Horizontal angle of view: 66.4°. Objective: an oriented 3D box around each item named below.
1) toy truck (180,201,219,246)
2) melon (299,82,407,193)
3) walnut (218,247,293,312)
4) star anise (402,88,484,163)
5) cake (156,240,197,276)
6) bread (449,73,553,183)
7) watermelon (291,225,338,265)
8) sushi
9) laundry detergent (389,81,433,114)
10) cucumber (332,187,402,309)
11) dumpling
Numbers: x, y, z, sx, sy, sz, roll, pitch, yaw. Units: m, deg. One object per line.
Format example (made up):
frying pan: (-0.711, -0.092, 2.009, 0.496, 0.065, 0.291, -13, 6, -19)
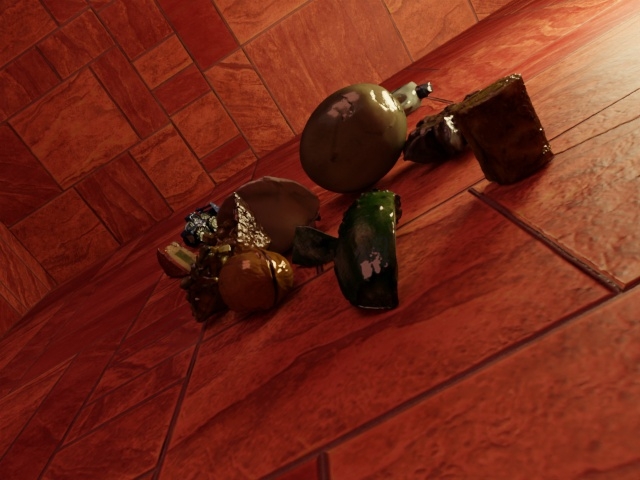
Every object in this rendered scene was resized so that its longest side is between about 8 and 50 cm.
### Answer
toy truck: (-0.473, -0.073, 1.983, 0.113, 0.126, 0.208, -15, 24, 42)
melon: (0.097, -0.284, 1.364, 0.330, 0.268, 0.268, -46, 13, 22)
walnut: (-0.136, 0.083, 1.041, 0.144, 0.144, 0.180, -46, 15, -34)
star anise: (0.335, -0.283, 1.229, 0.315, 0.108, 0.315, -28, 12, 6)
cake: (-0.495, 0.059, 1.706, 0.086, 0.117, 0.220, -38, 17, -33)
bread: (0.344, -0.203, 0.915, 0.132, 0.172, 0.103, -32, 19, 6)
watermelon: (-0.002, 0.006, 1.103, 0.080, 0.101, 0.155, -36, 32, -32)
sushi: (-0.233, 0.049, 1.156, 0.296, 0.179, 0.167, -55, 33, 9)
laundry detergent: (0.304, -0.532, 1.911, 0.280, 0.105, 0.215, -15, 25, 39)
cucumber: (0.087, 0.005, 0.905, 0.145, 0.105, 0.325, -11, 27, 12)
dumpling: (-0.140, -0.060, 1.300, 0.293, 0.204, 0.163, -38, 3, 18)
